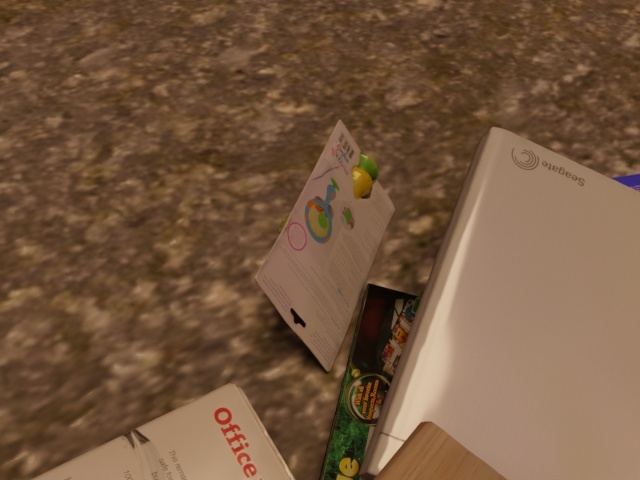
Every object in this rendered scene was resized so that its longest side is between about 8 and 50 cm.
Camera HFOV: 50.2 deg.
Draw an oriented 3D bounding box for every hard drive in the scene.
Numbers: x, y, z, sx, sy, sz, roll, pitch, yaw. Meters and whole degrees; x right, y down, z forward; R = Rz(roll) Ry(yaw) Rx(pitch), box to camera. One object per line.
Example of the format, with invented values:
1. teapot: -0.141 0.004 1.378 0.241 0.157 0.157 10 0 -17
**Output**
1. hard drive: 0.204 0.087 0.616 0.233 0.047 0.353 25 65 -1

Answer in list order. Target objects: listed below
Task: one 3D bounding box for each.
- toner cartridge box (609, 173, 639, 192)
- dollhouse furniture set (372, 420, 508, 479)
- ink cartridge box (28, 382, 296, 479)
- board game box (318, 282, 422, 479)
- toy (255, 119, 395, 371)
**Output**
1. toner cartridge box: 0.334 0.015 0.765 0.347 0.075 0.165 -9 56 -17
2. dollhouse furniture set: 0.138 0.328 0.351 0.394 0.257 0.362 35 53 21
3. ink cartridge box: -0.124 0.230 0.500 0.219 0.093 0.160 -22 59 -25
4. board game box: 0.081 0.163 0.632 0.136 0.030 0.260 17 51 1
5. toy: 0.000 0.000 0.711 0.056 0.137 0.237 -7 40 38
